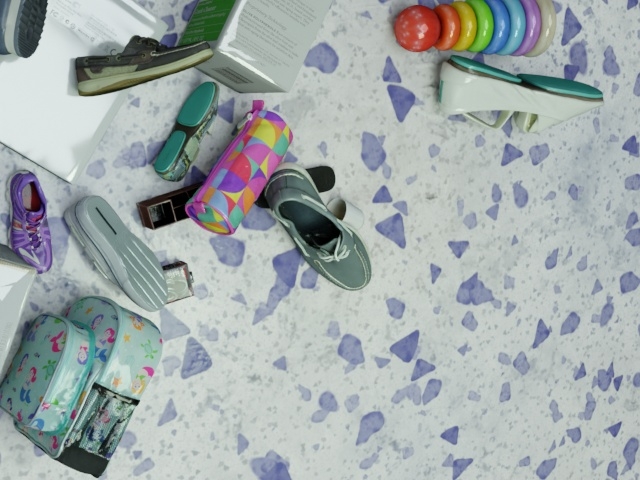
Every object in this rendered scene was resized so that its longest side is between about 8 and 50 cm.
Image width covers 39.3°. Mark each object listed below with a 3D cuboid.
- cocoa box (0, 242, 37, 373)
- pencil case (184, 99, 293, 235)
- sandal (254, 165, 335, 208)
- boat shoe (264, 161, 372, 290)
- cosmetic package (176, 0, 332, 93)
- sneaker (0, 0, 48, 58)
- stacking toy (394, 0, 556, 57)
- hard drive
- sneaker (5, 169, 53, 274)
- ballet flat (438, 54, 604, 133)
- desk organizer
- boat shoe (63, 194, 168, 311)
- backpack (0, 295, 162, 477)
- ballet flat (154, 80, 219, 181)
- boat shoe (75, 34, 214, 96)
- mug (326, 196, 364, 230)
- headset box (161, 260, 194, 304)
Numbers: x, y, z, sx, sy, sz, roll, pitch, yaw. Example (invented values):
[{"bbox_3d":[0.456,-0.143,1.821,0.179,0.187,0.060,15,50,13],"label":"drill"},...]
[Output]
[{"bbox_3d":[-0.588,0.151,1.268,0.228,0.231,0.346,21,87,-31],"label":"cocoa box"},{"bbox_3d":[-0.138,-0.122,1.535,0.104,0.104,0.236,42,60,-29],"label":"pencil case"},{"bbox_3d":[-0.043,-0.103,1.665,0.179,0.040,0.067,-16,106,-28],"label":"sandal"},{"bbox_3d":[0.000,0.000,1.640,0.116,0.099,0.319,-27,125,13],"label":"boat shoe"},{"bbox_3d":[-0.075,-0.439,1.500,0.155,0.197,0.365,27,83,-31],"label":"cosmetic package"},{"bbox_3d":[-0.465,-0.431,1.325,0.131,0.112,0.318,8,78,4],"label":"sneaker"},{"bbox_3d":[0.295,-0.420,1.774,0.331,0.141,0.141,-10,103,-23],"label":"stacking toy"},{"bbox_3d":[-0.402,-0.271,1.422,0.203,0.040,0.307,34,81,-31],"label":"hard drive"},{"bbox_3d":[-0.458,-0.025,1.412,0.068,0.071,0.169,-15,106,-28],"label":"sneaker"},{"bbox_3d":[0.408,-0.290,1.869,0.401,0.139,0.139,5,96,-27],"label":"ballet flat"},{"bbox_3d":[-0.244,-0.060,1.546,0.130,0.050,0.047,-21,109,-27],"label":"desk organizer"},{"bbox_3d":[-0.338,0.024,1.493,0.083,0.076,0.226,-47,115,-46],"label":"boat shoe"},{"bbox_3d":[-0.375,0.211,1.414,0.191,0.225,0.253,40,73,-35],"label":"backpack"},{"bbox_3d":[-0.221,-0.183,1.541,0.070,0.070,0.188,35,82,-30],"label":"ballet flat"},{"bbox_3d":[-0.277,-0.279,1.378,0.224,0.080,0.073,-14,100,12],"label":"boat shoe"},{"bbox_3d":[0.045,-0.042,1.727,0.064,0.078,0.062,20,55,-40],"label":"mug"},{"bbox_3d":[-0.262,0.075,1.569,0.083,0.032,0.062,-16,106,-26],"label":"headset box"}]
